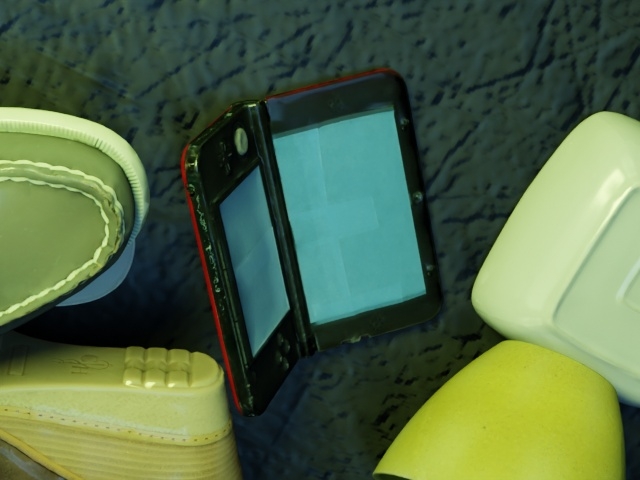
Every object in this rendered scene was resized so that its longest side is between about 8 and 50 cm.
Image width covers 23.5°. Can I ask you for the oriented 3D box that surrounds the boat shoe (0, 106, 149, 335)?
[{"bbox_3d":[-0.222,0.023,0.660,0.305,0.091,0.109,-14,114,3],"label":"boat shoe"}]

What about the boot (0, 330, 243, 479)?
[{"bbox_3d":[-0.166,0.141,0.786,0.248,0.090,0.207,8,118,2],"label":"boot"}]

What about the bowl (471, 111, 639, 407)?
[{"bbox_3d":[0.171,0.018,0.829,0.142,0.053,0.142,30,98,-18],"label":"bowl"}]

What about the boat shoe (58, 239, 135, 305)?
[{"bbox_3d":[-0.193,-0.032,0.735,0.219,0.070,0.078,21,95,-12],"label":"boat shoe"}]

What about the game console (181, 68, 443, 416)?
[{"bbox_3d":[0.000,0.000,0.776,0.085,0.124,0.144,-5,110,19],"label":"game console"}]

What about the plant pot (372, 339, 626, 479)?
[{"bbox_3d":[0.108,0.110,0.815,0.134,0.134,0.095,30,76,-18],"label":"plant pot"}]
